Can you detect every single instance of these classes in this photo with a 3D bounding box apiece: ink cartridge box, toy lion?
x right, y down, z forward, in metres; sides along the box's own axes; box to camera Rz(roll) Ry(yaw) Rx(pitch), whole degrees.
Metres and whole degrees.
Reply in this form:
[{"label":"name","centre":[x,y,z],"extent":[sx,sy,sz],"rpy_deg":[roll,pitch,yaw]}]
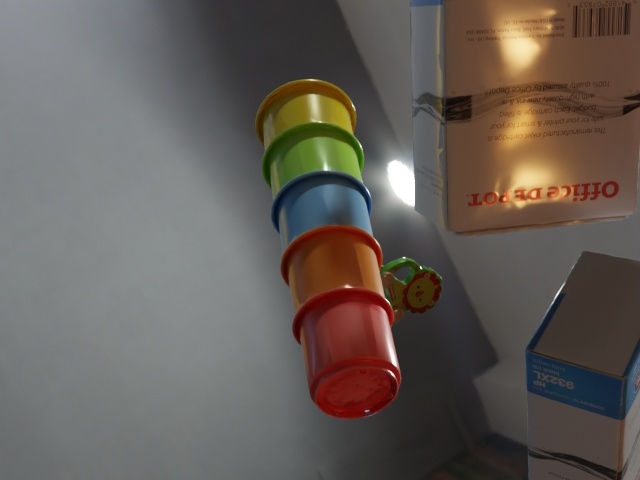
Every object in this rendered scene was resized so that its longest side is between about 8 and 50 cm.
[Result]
[{"label":"ink cartridge box","centre":[0.374,0.206,1.181],"extent":[0.129,0.223,0.307],"rpy_deg":[13,-49,30]},{"label":"toy lion","centre":[0.130,0.066,1.266],"extent":[0.034,0.096,0.100],"rpy_deg":[44,-23,56]},{"label":"ink cartridge box","centre":[0.280,-0.224,1.221],"extent":[0.166,0.285,0.395],"rpy_deg":[-131,-143,-72]}]

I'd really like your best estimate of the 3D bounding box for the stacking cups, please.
[{"label":"stacking cups","centre":[0.000,0.000,0.703],"extent":[0.096,0.096,0.316],"rpy_deg":[80,2,-45]}]
